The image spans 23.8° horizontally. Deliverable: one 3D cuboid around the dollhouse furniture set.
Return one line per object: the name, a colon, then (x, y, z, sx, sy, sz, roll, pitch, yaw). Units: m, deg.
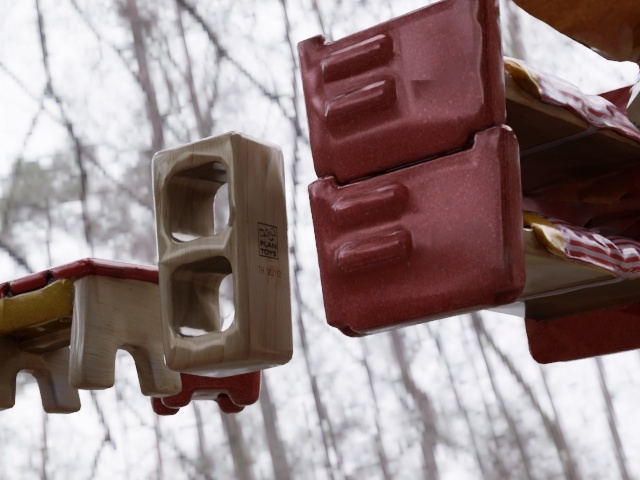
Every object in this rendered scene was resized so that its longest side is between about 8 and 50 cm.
dollhouse furniture set: (0.000, 0.000, 0.844, 0.374, 0.152, 0.201, -14, -17, 36)

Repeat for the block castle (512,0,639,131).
block castle: (0.209, -0.088, 0.452, 0.213, 0.453, 0.303, -48, -6, 16)
